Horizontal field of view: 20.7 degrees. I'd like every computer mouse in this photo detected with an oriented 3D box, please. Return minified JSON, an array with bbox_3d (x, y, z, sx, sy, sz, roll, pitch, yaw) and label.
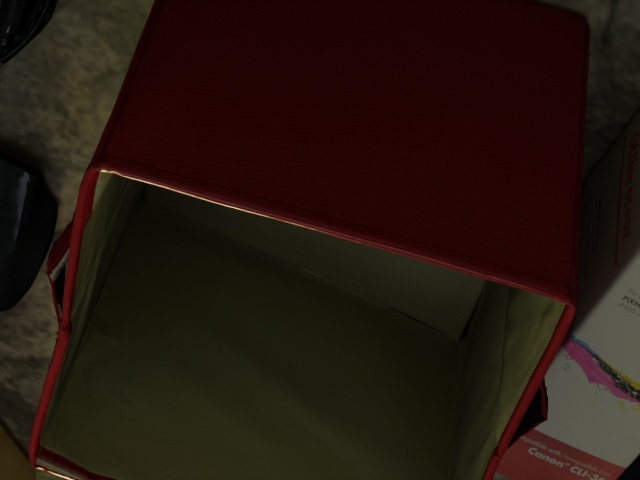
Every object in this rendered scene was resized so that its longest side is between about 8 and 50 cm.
[{"bbox_3d":[-0.164,-0.047,0.856,0.071,0.041,0.242,14,131,0],"label":"computer mouse"}]

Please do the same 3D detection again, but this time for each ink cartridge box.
[{"bbox_3d":[0.147,0.017,0.796,0.067,0.115,0.198,24,132,-8],"label":"ink cartridge box"}]

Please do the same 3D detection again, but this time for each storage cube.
[{"bbox_3d":[0.000,0.000,0.761,0.215,0.193,0.184,15,132,-3],"label":"storage cube"}]

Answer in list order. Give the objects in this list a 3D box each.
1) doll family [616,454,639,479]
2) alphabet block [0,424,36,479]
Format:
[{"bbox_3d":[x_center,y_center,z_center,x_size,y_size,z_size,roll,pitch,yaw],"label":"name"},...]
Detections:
[{"bbox_3d":[0.204,0.131,0.844,0.263,0.163,0.118,-5,135,16],"label":"doll family"},{"bbox_3d":[-0.303,0.157,0.958,0.193,0.197,0.192,-13,128,22],"label":"alphabet block"}]
